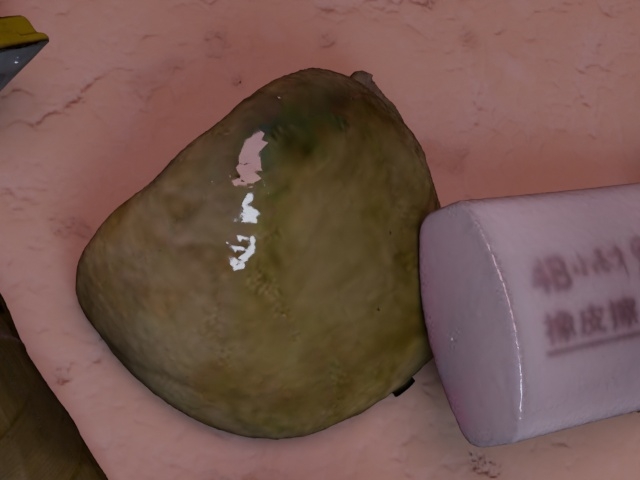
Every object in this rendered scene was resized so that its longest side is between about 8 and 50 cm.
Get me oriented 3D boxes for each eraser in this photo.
[{"bbox_3d":[0.206,0.047,1.041,0.270,0.095,0.174,-7,80,-37],"label":"eraser"}]

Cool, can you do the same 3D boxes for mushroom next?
[{"bbox_3d":[0.001,0.008,1.012,0.292,0.212,0.217,-34,74,-32],"label":"mushroom"}]

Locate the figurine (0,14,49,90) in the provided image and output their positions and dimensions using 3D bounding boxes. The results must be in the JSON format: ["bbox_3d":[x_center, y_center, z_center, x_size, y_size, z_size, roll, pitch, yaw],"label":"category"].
[{"bbox_3d":[-0.373,-0.200,1.019,0.343,0.167,0.284,-27,81,-36],"label":"figurine"}]

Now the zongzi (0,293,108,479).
[{"bbox_3d":[-0.255,0.149,0.867,0.300,0.145,0.274,52,27,2],"label":"zongzi"}]
